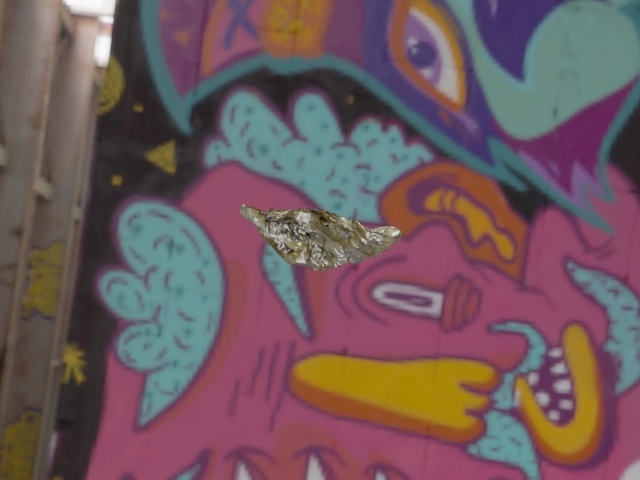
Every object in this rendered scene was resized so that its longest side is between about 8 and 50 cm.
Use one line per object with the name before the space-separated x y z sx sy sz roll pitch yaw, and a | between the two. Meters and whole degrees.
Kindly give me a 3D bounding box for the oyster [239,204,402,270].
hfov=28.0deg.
oyster | 0.000 0.000 0.773 0.083 0.081 0.038 13 88 58
